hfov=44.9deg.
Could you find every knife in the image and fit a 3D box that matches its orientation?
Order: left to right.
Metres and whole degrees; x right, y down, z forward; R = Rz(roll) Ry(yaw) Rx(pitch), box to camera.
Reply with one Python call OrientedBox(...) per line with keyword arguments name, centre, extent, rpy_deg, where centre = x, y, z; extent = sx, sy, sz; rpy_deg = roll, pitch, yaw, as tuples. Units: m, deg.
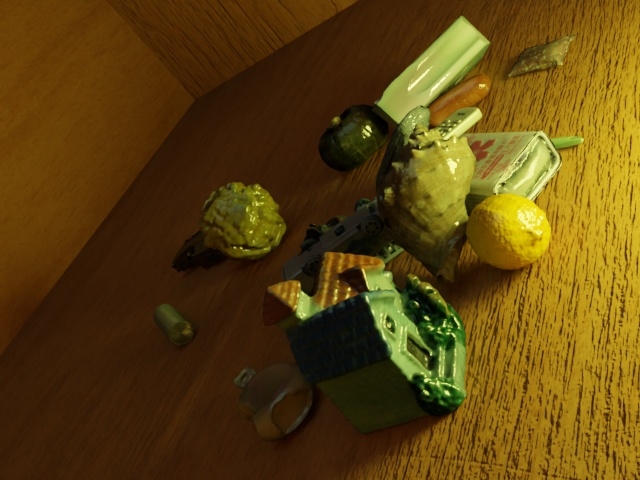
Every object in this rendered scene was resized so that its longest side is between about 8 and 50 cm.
OrientedBox(name="knife", centre=(0.469, -0.214, 1.727), extent=(0.043, 0.020, 0.293), rpy_deg=(-53, 26, -20))

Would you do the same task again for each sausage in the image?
OrientedBox(name="sausage", centre=(0.371, -0.376, 2.077), extent=(0.198, 0.076, 0.076), rpy_deg=(-32, 26, 17))

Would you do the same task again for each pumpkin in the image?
OrientedBox(name="pumpkin", centre=(0.093, -0.303, 2.262), extent=(0.224, 0.157, 0.223), rpy_deg=(-43, 14, 14))

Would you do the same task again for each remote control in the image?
OrientedBox(name="remote control", centre=(0.285, -0.245, 1.779), extent=(0.190, 0.029, 0.087), rpy_deg=(-39, 23, -15))

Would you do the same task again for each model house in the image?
OrientedBox(name="model house", centre=(0.066, 0.131, 1.372), extent=(0.252, 0.329, 0.294), rpy_deg=(-29, 28, 33))

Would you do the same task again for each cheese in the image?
OrientedBox(name="cheese", centre=(-0.115, 0.320, 1.622), extent=(0.163, 0.082, 0.286), rpy_deg=(-48, 22, -18))

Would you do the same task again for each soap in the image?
OrientedBox(name="soap", centre=(0.303, -0.447, 2.159), extent=(0.347, 0.115, 0.208), rpy_deg=(-44, -6, -8))

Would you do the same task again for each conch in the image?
OrientedBox(name="conch", centre=(0.202, -0.073, 1.565), extent=(0.263, 0.187, 0.323), rpy_deg=(98, 180, -75))

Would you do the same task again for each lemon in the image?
OrientedBox(name="lemon", centre=(0.343, -0.019, 1.439), extent=(0.142, 0.142, 0.187), rpy_deg=(-44, 19, -7))

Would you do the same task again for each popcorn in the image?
OrientedBox(name="popcorn", centre=(-0.224, -0.054, 2.240), extent=(0.249, 0.249, 0.225), rpy_deg=(-35, -12, 13))

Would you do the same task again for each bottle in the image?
OrientedBox(name="bottle", centre=(-0.423, 0.239, 2.215), extent=(0.072, 0.072, 0.201), rpy_deg=(-46, 24, -11))

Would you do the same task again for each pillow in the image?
OrientedBox(name="pillow", centre=(0.566, -0.476, 1.992), extent=(0.185, 0.043, 0.118), rpy_deg=(-1, 48, 55))

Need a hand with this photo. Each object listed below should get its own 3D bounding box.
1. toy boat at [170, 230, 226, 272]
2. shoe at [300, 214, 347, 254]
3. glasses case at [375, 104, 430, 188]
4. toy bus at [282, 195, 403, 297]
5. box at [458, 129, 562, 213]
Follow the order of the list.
OrientedBox(name="toy boat", centre=(-0.350, 0.022, 2.454), extent=(0.321, 0.089, 0.121), rpy_deg=(-28, 39, 28))
OrientedBox(name="shoe", centre=(0.000, 0.000, 1.931), extent=(0.099, 0.125, 0.227), rpy_deg=(-27, 30, 36))
OrientedBox(name="glasses case", centre=(0.202, -0.217, 1.904), extent=(0.109, 0.067, 0.282), rpy_deg=(-42, -19, -32))
OrientedBox(name="toy bus", centre=(0.073, 0.019, 1.774), extent=(0.330, 0.136, 0.109), rpy_deg=(-36, 26, 10))
OrientedBox(name="box", centre=(0.335, -0.150, 1.707), extent=(0.190, 0.112, 0.370), rpy_deg=(-50, 25, -17))
